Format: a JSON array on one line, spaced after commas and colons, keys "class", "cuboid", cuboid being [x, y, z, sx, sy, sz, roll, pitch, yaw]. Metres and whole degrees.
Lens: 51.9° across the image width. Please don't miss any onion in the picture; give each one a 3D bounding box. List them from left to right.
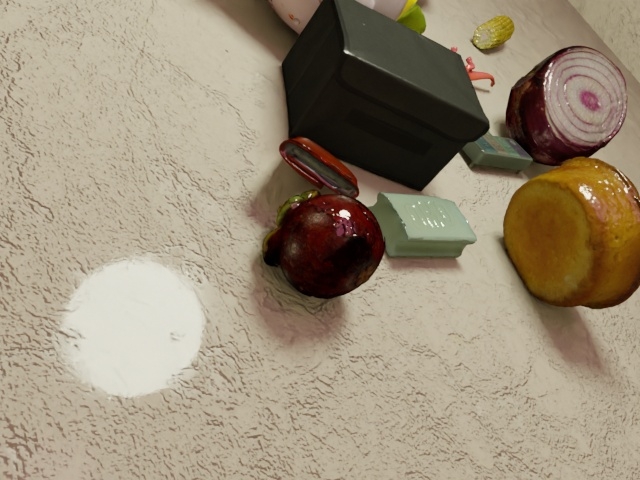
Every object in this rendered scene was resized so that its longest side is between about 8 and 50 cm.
[{"class": "onion", "cuboid": [0.628, -0.344, 1.758, 0.282, 0.260, 0.336, 37, 69, -12]}]

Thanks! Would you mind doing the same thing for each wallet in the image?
[{"class": "wallet", "cuboid": [0.002, -0.122, 1.092, 0.142, 0.045, 0.204, 35, 9, -4]}]

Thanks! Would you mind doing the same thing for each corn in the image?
[{"class": "corn", "cuboid": [0.587, -0.698, 2.210, 0.093, 0.093, 0.244, 44, 39, 4]}]

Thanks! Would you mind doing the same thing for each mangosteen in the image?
[{"class": "mangosteen", "cuboid": [0.000, 0.000, 0.963, 0.180, 0.166, 0.166, 31, 29, 32]}]

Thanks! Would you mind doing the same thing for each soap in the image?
[{"class": "soap", "cuboid": [0.189, -0.028, 1.218, 0.198, 0.063, 0.114, 1, 51, -41]}]

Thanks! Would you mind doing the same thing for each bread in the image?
[{"class": "bread", "cuboid": [0.510, -0.009, 1.315, 0.172, 0.312, 0.312, -8, 57, -26]}]

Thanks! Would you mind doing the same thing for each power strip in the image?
[{"class": "power strip", "cuboid": [0.417, -0.236, 1.639, 0.216, 0.061, 0.145, 2, 45, -41]}]

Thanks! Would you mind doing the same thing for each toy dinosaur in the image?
[{"class": "toy dinosaur", "cuboid": [0.404, -0.447, 1.835, 0.286, 0.070, 0.139, 19, 53, -32]}]

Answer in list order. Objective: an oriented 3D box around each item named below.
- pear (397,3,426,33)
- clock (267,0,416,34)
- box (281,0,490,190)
[{"class": "pear", "cuboid": [0.146, -0.592, 1.696, 0.288, 0.139, 0.239, 48, 16, 19]}, {"class": "clock", "cuboid": [-0.007, -0.589, 1.419, 0.377, 0.250, 0.368, 36, 24, -27]}, {"class": "box", "cuboid": [0.118, -0.293, 1.303, 0.345, 0.204, 0.251, 18, 42, -27]}]
